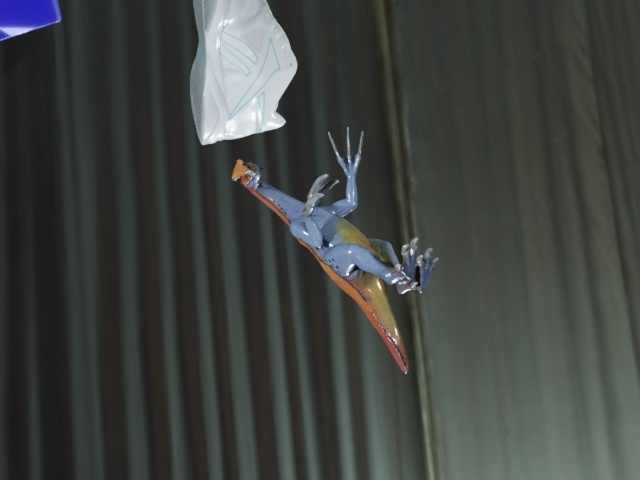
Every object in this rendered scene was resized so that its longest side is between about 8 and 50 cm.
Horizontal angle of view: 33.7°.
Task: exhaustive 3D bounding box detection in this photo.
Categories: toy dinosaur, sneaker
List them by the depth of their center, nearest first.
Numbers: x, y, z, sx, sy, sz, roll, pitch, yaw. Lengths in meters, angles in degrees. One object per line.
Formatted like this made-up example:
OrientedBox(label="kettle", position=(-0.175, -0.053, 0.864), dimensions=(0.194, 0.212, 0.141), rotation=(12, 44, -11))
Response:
OrientedBox(label="toy dinosaur", position=(0.000, 0.000, 0.410), dimensions=(0.082, 0.090, 0.047), rotation=(14, -173, 25))
OrientedBox(label="sneaker", position=(-0.045, -0.124, 0.637), dimensions=(0.061, 0.054, 0.152), rotation=(-5, 139, -14))

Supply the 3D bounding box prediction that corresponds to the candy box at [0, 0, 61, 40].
OrientedBox(label="candy box", position=(-0.356, -0.224, 0.667), dimensions=(0.317, 0.122, 0.268), rotation=(-21, 136, -16))
